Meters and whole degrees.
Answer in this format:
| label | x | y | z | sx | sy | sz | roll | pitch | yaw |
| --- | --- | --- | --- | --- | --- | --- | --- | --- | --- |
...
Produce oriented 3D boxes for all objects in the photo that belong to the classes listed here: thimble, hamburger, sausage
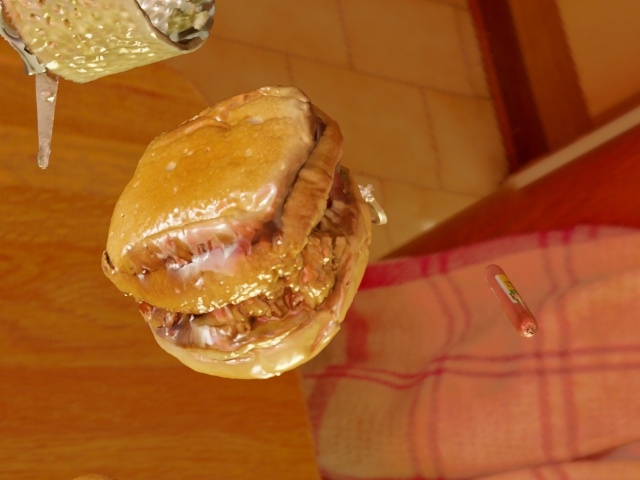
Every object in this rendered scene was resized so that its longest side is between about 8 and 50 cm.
| label | x | y | z | sx | sy | sz | roll | pitch | yaw |
| --- | --- | --- | --- | --- | --- | --- | --- | --- | --- |
| thimble | -0.241 | -0.321 | 1.373 | 0.271 | 0.150 | 0.270 | -11 | 90 | -70 |
| hamburger | -0.069 | -0.008 | 1.073 | 0.163 | 0.244 | 0.244 | 52 | 41 | -35 |
| sausage | 0.245 | 0.076 | 1.578 | 0.029 | 0.029 | 0.223 | 41 | 10 | -17 |

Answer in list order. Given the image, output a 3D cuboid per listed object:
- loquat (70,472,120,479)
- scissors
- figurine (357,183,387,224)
| label | x | y | z | sx | sy | sz | roll | pitch | yaw |
| --- | --- | --- | --- | --- | --- | --- | --- | --- | --- |
| loquat | -0.305 | 0.391 | 1.648 | 0.163 | 0.163 | 0.137 | 43 | 63 | -16 |
| scissors | -0.438 | -0.257 | 1.946 | 0.191 | 0.360 | 0.029 | 8 | 38 | -7 |
| figurine | 0.000 | 0.000 | 1.311 | 0.154 | 0.132 | 0.132 | -43 | 100 | -13 |
